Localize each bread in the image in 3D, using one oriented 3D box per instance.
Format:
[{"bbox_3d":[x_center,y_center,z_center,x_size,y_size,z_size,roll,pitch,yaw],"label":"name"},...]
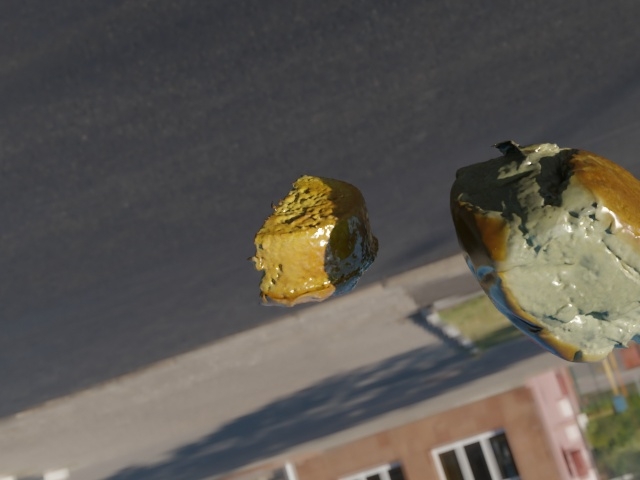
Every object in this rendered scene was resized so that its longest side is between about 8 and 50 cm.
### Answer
[{"bbox_3d":[0.300,0.000,1.495,0.225,0.250,0.279,-38,118,20],"label":"bread"},{"bbox_3d":[0.000,0.000,1.642,0.139,0.143,0.229,-2,-152,22],"label":"bread"}]
